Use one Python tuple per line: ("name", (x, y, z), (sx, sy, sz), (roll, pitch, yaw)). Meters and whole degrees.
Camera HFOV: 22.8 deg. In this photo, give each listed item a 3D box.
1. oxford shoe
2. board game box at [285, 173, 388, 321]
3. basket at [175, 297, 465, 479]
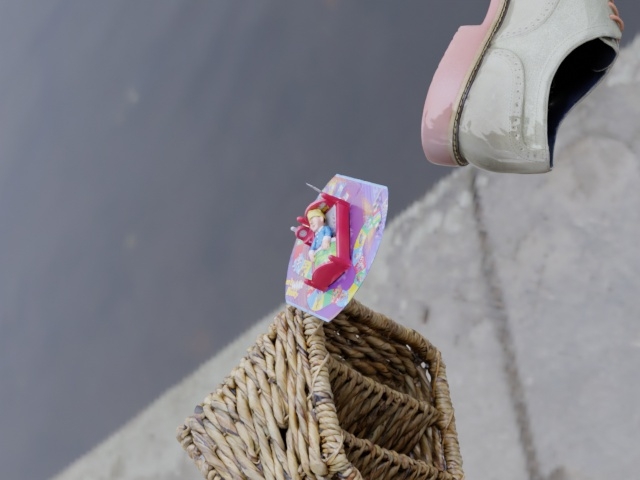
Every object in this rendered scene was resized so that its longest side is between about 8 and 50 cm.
("oxford shoe", (0.244, -0.225, 1.579), (0.146, 0.140, 0.397), (17, 70, 26))
("board game box", (0.000, 0.000, 1.466), (0.168, 0.033, 0.133), (20, 87, 65))
("basket", (0.045, 0.211, 1.626), (0.223, 0.299, 0.213), (-49, 53, 6))
